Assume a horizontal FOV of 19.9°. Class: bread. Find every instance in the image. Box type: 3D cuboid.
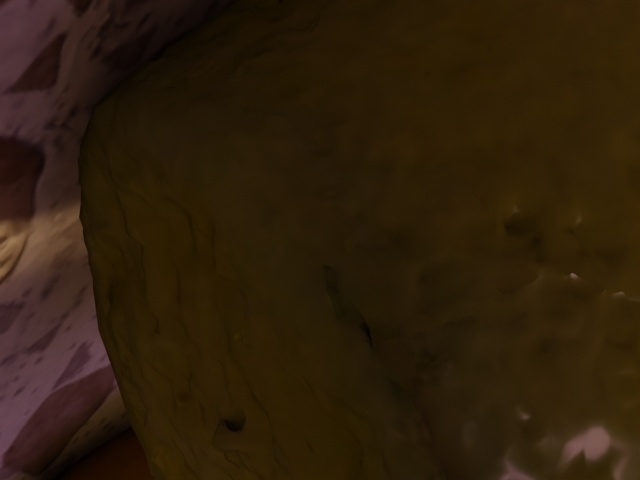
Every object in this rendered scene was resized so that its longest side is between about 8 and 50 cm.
[{"bbox_3d":[0.082,0.026,0.754,0.308,0.348,0.348,-33,158,-26],"label":"bread"}]

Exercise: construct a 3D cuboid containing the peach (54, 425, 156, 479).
[{"bbox_3d":[-0.095,0.199,1.026,0.251,0.153,0.251,-27,161,-10],"label":"peach"}]
